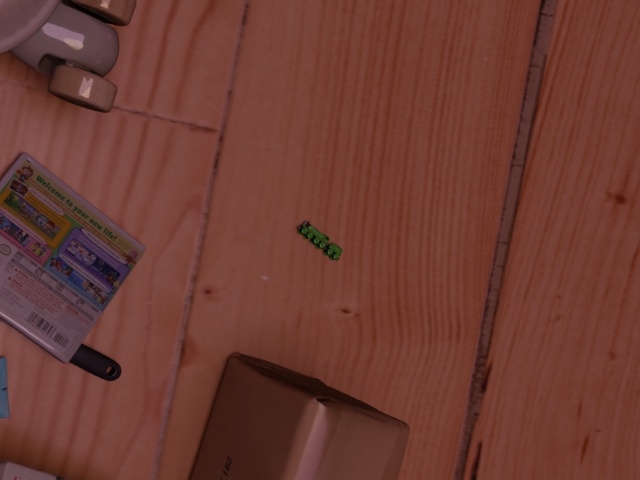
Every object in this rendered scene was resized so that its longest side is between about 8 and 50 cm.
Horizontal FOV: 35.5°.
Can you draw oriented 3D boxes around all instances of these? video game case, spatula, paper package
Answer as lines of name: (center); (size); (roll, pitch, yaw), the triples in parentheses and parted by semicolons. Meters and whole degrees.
video game case: (-0.364, 0.023, 1.316); (0.212, 0.023, 0.193); (41, 65, -21)
spatula: (-0.390, 0.115, 1.323); (0.296, 0.030, 0.084); (34, 80, -23)
paper package: (-0.053, 0.347, 1.342); (0.168, 0.309, 0.325); (20, 85, -25)

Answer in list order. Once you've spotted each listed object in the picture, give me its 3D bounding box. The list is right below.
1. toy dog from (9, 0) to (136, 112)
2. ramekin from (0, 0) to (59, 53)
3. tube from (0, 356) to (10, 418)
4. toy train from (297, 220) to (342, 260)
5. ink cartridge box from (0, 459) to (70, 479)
toy dog: (-0.387, -0.277, 1.263); (0.333, 0.161, 0.220); (38, 80, -7)
ramekin: (-0.422, -0.347, 1.109); (0.277, 0.135, 0.277); (1, 87, -12)
tube: (-0.501, 0.203, 1.269); (0.207, 0.052, 0.080); (-6, 100, -30)
toy train: (0.000, 0.000, 1.509); (0.083, 0.017, 0.024); (40, 67, -22)
ink cartridge box: (-0.360, 0.375, 1.261); (0.208, 0.086, 0.153); (34, 56, -45)
